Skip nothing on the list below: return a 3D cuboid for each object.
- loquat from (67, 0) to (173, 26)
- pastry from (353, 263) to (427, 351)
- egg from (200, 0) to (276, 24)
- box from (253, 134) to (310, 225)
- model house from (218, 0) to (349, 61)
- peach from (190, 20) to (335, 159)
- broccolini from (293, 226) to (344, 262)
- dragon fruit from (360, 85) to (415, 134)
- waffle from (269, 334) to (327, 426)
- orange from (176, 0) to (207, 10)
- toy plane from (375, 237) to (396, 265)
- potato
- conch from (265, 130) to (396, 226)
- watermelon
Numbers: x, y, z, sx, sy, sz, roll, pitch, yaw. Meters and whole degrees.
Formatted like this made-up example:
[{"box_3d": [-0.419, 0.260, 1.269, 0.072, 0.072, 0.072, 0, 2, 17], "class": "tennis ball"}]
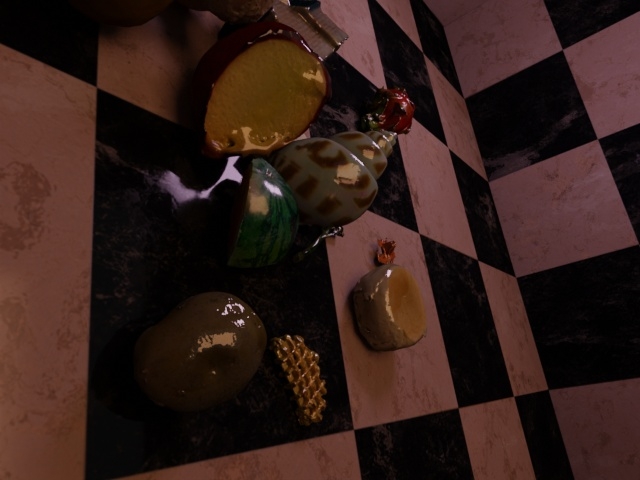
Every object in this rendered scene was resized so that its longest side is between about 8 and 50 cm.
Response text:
[{"box_3d": [-0.357, -0.534, 0.840, 0.276, 0.283, 0.276, 1, 90, -70], "class": "loquat"}, {"box_3d": [0.200, 0.196, 1.359, 0.264, 0.133, 0.265, 30, 49, -43], "class": "pastry"}, {"box_3d": [-0.172, -0.582, 0.985, 0.203, 0.203, 0.245, -1, 107, -55], "class": "egg"}, {"box_3d": [-0.056, -0.188, 1.272, 0.256, 0.069, 0.164, 52, 37, -25], "class": "box"}, {"box_3d": [-0.110, -0.546, 1.265, 0.284, 0.243, 0.298, 47, 33, -15], "class": "model house"}, {"box_3d": [-0.163, -0.327, 1.066, 0.362, 0.201, 0.258, -47, 131, -11], "class": "peach"}, {"box_3d": [0.002, -0.007, 1.269, 0.071, 0.058, 0.254, 25, 29, 13], "class": "broccolini"}, {"box_3d": [0.250, -0.502, 1.808, 0.269, 0.198, 0.200, -9, 90, -42], "class": "dragon fruit"}, {"box_3d": [-0.046, 0.302, 1.026, 0.160, 0.046, 0.192, 24, 53, -50], "class": "waffle"}, {"box_3d": [-0.288, -0.635, 1.112, 0.177, 0.155, 0.178, 16, 70, -52], "class": "orange"}, {"box_3d": [0.220, 0.083, 1.534, 0.135, 0.062, 0.189, -11, 95, -57], "class": "toy plane"}, {"box_3d": [-0.196, 0.184, 0.786, 0.235, 0.160, 0.178, -10, 60, -47], "class": "potato"}, {"box_3d": [0.030, -0.162, 1.139, 0.249, 0.197, 0.368, 54, 52, -18], "class": "conch"}, {"box_3d": [-0.107, -0.048, 1.001, 0.146, 0.128, 0.231, 15, 97, -21], "class": "watermelon"}]
